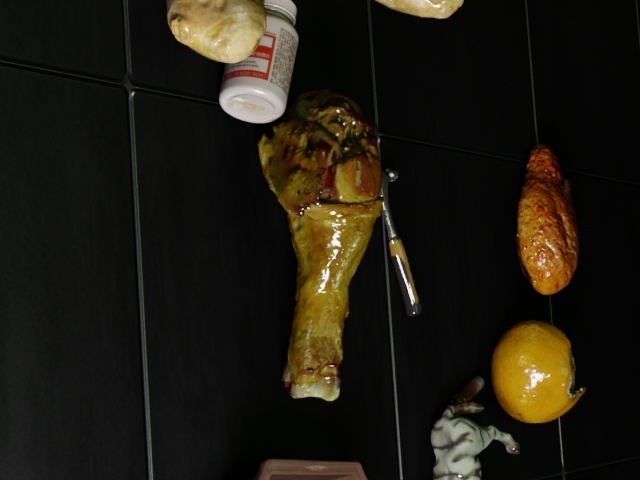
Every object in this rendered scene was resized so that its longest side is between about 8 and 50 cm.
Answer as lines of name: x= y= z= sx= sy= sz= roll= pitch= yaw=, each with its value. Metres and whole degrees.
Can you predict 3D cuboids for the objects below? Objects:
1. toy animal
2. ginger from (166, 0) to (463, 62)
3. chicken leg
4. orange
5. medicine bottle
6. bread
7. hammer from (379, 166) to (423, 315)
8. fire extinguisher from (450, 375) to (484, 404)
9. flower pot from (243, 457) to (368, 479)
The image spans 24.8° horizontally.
toy animal: x=0.197 y=0.349 z=1.977 sx=0.170 sy=0.089 sz=0.255 roll=46 pitch=45 yaw=-37
ginger: x=-0.059 y=-0.362 z=1.677 sx=0.363 sy=0.122 sz=0.348 roll=-22 pitch=66 yaw=-22
chicken leg: x=0.005 y=-0.011 z=1.686 sx=0.211 sy=0.140 sz=0.361 roll=53 pitch=36 yaw=-65
orange: x=0.324 y=0.196 z=2.154 sx=0.156 sy=0.134 sz=0.157 roll=-13 pitch=107 yaw=-50
medicine bottle: x=-0.068 y=-0.214 z=1.689 sx=0.079 sy=0.079 sz=0.140 roll=38 pitch=54 yaw=-47
bread: x=0.362 y=-0.036 z=2.287 sx=0.139 sy=0.095 sz=0.269 roll=61 pitch=35 yaw=-41
hammer: x=0.100 y=0.006 z=1.950 sx=0.078 sy=0.021 sz=0.201 roll=-30 pitch=108 yaw=-54
fire extinguisher: x=0.206 y=0.221 z=2.070 sx=0.083 sy=0.022 sz=0.028 roll=-35 pitch=143 yaw=-53
flower pot: x=-0.036 y=0.336 z=1.631 sx=0.251 sy=0.084 sz=0.179 roll=14 pitch=71 yaw=-55
